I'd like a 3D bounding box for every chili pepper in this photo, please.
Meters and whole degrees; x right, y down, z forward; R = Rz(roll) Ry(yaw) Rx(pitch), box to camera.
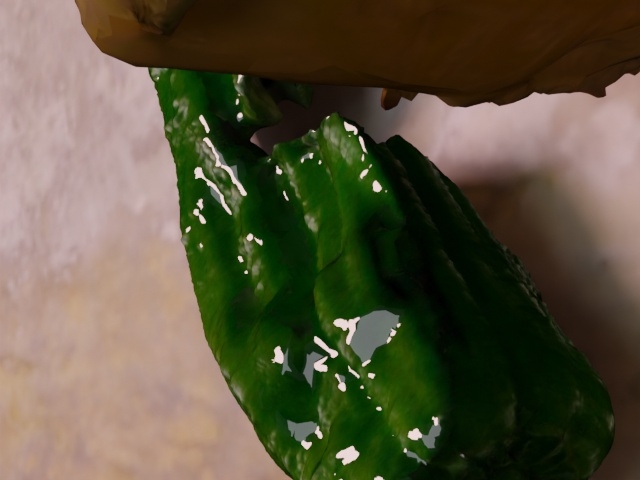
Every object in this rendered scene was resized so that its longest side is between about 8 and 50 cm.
[{"bbox_3d":[0.001,-0.001,0.591,0.099,0.083,0.253,-55,46,29],"label":"chili pepper"}]

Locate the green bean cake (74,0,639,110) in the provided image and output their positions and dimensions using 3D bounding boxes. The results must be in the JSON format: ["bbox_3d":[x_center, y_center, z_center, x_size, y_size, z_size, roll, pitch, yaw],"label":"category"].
[{"bbox_3d":[0.053,-0.135,0.433,0.230,0.224,0.131,-49,58,37],"label":"green bean cake"}]
